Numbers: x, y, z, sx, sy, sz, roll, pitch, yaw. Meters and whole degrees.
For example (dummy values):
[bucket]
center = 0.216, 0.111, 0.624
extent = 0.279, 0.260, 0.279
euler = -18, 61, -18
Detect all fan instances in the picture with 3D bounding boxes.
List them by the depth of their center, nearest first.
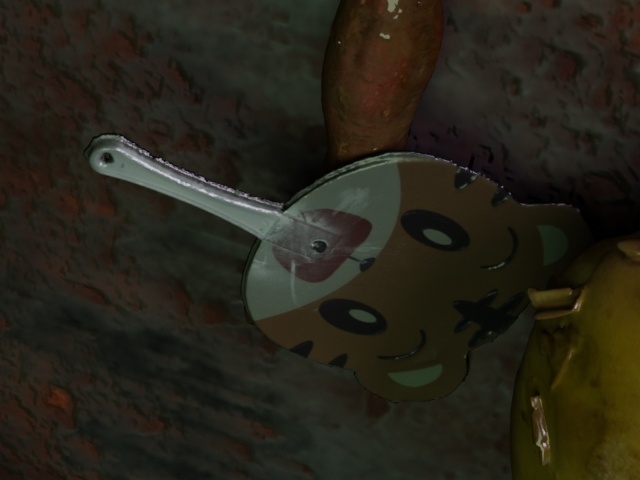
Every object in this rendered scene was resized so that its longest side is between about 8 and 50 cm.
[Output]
[fan]
center = 0.000, 0.000, 0.820
extent = 0.226, 0.008, 0.152
euler = 23, 131, -22

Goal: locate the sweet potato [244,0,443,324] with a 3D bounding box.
[sweet potato]
center = 0.012, -0.041, 0.815
extent = 0.050, 0.050, 0.214
euler = 21, 129, 2

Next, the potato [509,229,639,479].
[potato]
center = 0.165, 0.124, 0.803
extent = 0.173, 0.140, 0.300
euler = 10, 122, 41
